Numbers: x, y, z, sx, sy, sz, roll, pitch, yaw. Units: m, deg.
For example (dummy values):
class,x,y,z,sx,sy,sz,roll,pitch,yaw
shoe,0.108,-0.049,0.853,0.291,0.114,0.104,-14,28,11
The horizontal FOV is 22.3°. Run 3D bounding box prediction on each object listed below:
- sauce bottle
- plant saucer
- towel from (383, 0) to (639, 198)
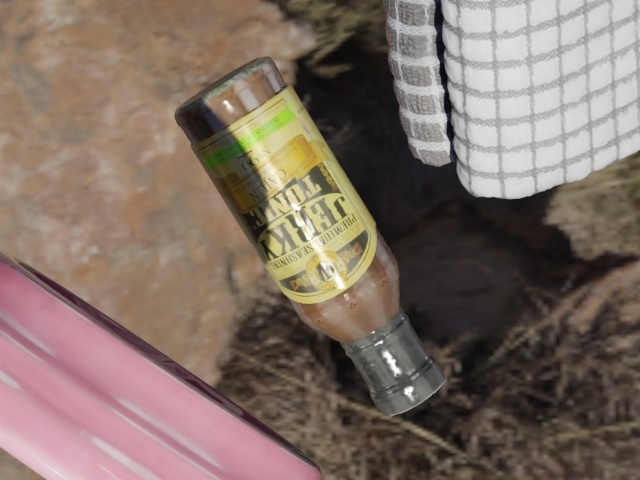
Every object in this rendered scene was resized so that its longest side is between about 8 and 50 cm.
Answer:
class,x,y,z,sx,sy,sz,roll,pitch,yaw
sauce bottle,0.000,0.000,1.478,0.111,0.111,0.344,-39,100,-34
plant saucer,-0.124,0.101,0.986,0.332,0.332,0.084,37,83,-29
towel,0.158,-0.181,0.847,0.284,0.121,0.235,-27,129,-23
